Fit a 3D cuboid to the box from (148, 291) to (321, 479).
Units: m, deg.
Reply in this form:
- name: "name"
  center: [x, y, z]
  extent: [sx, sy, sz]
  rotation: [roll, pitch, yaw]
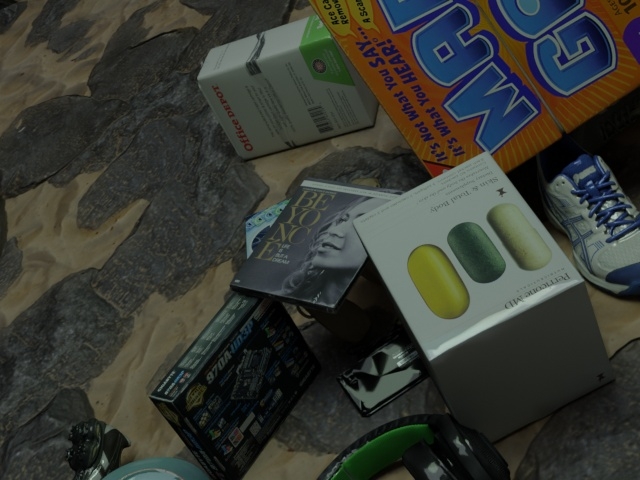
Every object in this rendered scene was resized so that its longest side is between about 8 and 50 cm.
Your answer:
- name: "box"
  center: [-0.107, 0.188, 1.524]
  extent: [0.051, 0.175, 0.220]
  rotation: [7, 49, 42]

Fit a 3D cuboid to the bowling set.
- name: "bowling set"
  center: [0.072, -0.020, 1.616]
  extent: [0.200, 0.154, 0.287]
  rotation: [-50, 8, 49]

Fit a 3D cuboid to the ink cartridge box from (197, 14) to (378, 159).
- name: "ink cartridge box"
  center: [-0.056, -0.281, 2.076]
  extent: [0.272, 0.198, 0.115]
  rotation: [-13, 37, 23]

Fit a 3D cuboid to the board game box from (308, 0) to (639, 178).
- name: "board game box"
  center: [0.238, -0.327, 1.635]
  extent: [0.356, 0.356, 0.356]
  rotation: [-34, 10, 15]

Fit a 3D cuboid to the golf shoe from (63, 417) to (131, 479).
- name: "golf shoe"
  center: [-0.310, 0.347, 1.559]
  extent: [0.077, 0.094, 0.198]
  rotation: [-9, 63, 50]

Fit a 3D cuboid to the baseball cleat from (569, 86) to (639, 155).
- name: "baseball cleat"
  center: [0.449, -0.194, 1.704]
  extent: [0.109, 0.072, 0.206]
  rotation: [8, 49, 43]

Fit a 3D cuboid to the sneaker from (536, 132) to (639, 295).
- name: "sneaker"
  center: [0.362, -0.041, 1.518]
  extent: [0.112, 0.131, 0.296]
  rotation: [-29, 35, -3]

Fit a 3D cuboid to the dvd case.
- name: "dvd case"
  center: [0.000, 0.000, 1.532]
  extent: [0.164, 0.018, 0.221]
  rotation: [11, 49, 31]

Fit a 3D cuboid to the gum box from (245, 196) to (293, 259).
- name: "gum box"
  center: [-0.043, -0.003, 1.844]
  extent: [0.157, 0.041, 0.184]
  rotation: [-23, 33, 11]

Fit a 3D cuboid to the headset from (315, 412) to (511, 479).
- name: "headset"
  center: [0.132, 0.325, 1.244]
  extent: [0.243, 0.185, 0.394]
  rotation: [-47, 22, -21]

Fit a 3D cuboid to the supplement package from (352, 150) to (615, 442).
- name: "supplement package"
  center: [0.197, 0.071, 1.398]
  extent: [0.199, 0.198, 0.263]
  rotation: [-27, 43, 1]

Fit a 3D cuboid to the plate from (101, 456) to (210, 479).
- name: "plate"
  center: [-0.224, 0.354, 1.474]
  extent: [0.188, 0.024, 0.188]
  rotation: [-4, 46, 4]

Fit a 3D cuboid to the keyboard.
- name: "keyboard"
  center: [0.115, 0.157, 1.542]
  extent: [0.192, 0.038, 0.100]
  rotation: [-32, 57, -6]
